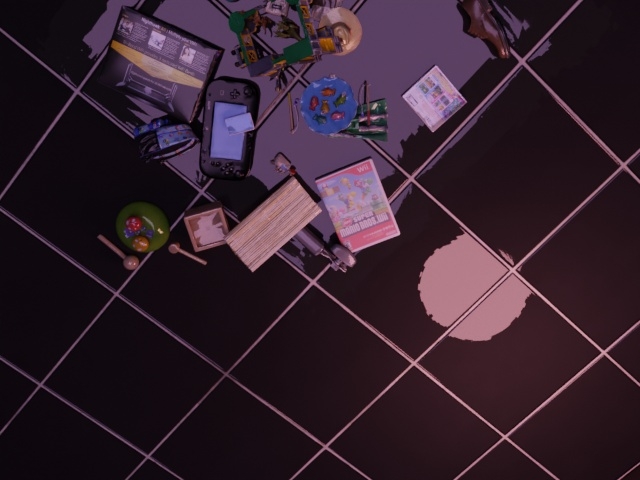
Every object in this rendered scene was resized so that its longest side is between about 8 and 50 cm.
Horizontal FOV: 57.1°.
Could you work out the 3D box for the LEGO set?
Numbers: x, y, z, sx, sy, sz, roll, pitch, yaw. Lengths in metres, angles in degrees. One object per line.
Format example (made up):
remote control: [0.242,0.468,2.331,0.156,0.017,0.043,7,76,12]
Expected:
LEGO set: [-0.089,-0.609,1.727,0.331,0.192,0.255,-21,95,38]

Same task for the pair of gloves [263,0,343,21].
pair of gloves: [-0.044,-0.767,1.753,0.240,0.042,0.204,6,112,0]

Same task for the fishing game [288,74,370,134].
fishing game: [0.025,-0.426,1.839,0.264,0.041,0.189,-1,86,10]

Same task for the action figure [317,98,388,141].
action figure: [0.099,-0.372,1.880,0.232,0.063,0.137,-4,107,2]

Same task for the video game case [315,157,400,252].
video game case: [0.127,-0.112,1.988,0.204,0.025,0.285,-21,108,7]

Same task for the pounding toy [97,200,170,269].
pounding toy: [-0.627,-0.014,1.974,0.237,0.110,0.183,-41,104,12]

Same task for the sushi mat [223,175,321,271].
sushi mat: [-0.159,-0.052,1.935,0.316,0.019,0.151,-41,97,3]

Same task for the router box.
router box: [-0.494,-0.538,1.808,0.308,0.081,0.243,24,108,-8]

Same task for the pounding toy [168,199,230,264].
pounding toy: [-0.408,-0.016,1.976,0.206,0.094,0.181,-16,114,-4]

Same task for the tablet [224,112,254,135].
tablet: [-0.253,-0.365,1.841,0.083,0.006,0.054,-14,110,2]

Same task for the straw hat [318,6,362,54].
straw hat: [0.061,-0.620,1.771,0.144,0.061,0.145,-4,125,-5]

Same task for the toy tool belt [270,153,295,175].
toy tool belt: [-0.125,-0.240,1.935,0.083,0.052,0.051,46,134,-11]

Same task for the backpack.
backpack: [-0.477,-0.319,1.844,0.173,0.158,0.117,-19,92,8]

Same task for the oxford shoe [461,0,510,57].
oxford shoe: [0.503,-0.644,1.787,0.096,0.083,0.227,-28,107,28]

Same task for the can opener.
can opener: [0.000,0.000,2.001,0.283,0.076,0.095,42,101,-12]

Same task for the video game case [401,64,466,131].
video game case: [0.363,-0.451,1.875,0.143,0.019,0.157,-41,103,12]

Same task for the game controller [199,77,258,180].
game controller: [-0.294,-0.349,1.871,0.166,0.067,0.319,2,110,-20]
